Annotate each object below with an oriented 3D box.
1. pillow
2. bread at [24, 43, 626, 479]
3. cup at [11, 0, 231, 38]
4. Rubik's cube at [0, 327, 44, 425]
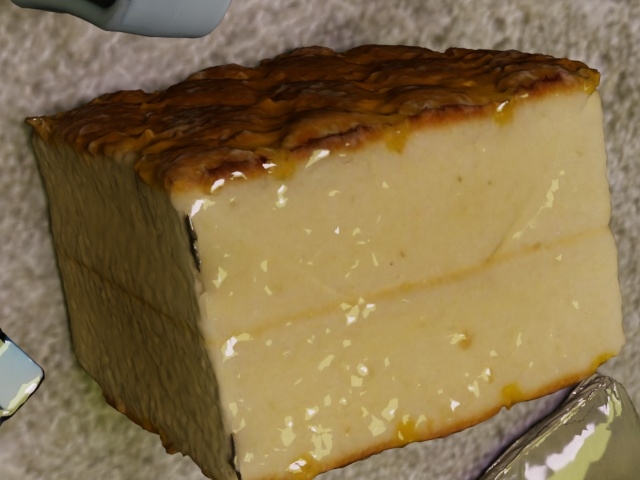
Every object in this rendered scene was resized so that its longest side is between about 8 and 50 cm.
[{"bbox_3d":[0.181,0.198,1.290,0.208,0.053,0.119,-40,114,-11],"label":"pillow"},{"bbox_3d":[0.000,0.000,1.029,0.279,0.279,0.207,-18,107,-27],"label":"bread"},{"bbox_3d":[-0.115,-0.301,0.874,0.257,0.311,0.331,34,84,-29],"label":"cup"},{"bbox_3d":[-0.281,0.069,0.963,0.154,0.151,0.155,-50,118,-11],"label":"Rubik's cube"}]
